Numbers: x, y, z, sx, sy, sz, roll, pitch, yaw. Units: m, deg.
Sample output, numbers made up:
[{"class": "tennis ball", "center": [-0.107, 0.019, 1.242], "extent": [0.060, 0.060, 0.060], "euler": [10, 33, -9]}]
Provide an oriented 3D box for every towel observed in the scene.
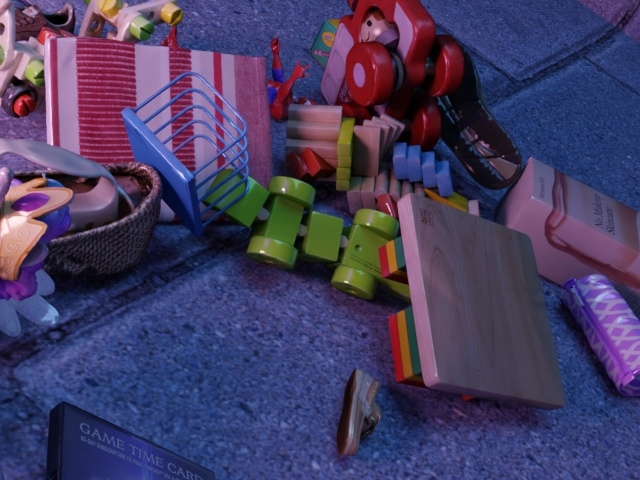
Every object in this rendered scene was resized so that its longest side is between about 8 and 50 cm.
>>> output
[{"class": "towel", "center": [-0.209, -0.143, 1.270], "extent": [0.328, 0.037, 0.237], "euler": [-1, 86, -36]}]

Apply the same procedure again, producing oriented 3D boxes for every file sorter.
[{"class": "file sorter", "center": [-0.155, -0.106, 1.146], "extent": [0.104, 0.170, 0.118], "euler": [-41, 76, -16]}]

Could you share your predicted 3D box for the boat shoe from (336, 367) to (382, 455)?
[{"class": "boat shoe", "center": [0.050, 0.204, 1.117], "extent": [0.045, 0.050, 0.135], "euler": [21, 35, -4]}]

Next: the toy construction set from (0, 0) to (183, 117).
[{"class": "toy construction set", "center": [-0.351, -0.275, 1.271], "extent": [0.327, 0.215, 0.151], "euler": [10, 26, -50]}]

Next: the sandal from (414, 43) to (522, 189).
[{"class": "sandal", "center": [0.250, -0.215, 1.667], "extent": [0.303, 0.120, 0.086], "euler": [66, 7, 15]}]

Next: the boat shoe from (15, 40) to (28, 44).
[{"class": "boat shoe", "center": [-0.468, -0.237, 1.297], "extent": [0.063, 0.066, 0.184], "euler": [8, 34, 25]}]

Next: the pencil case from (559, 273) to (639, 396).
[{"class": "pencil case", "center": [0.448, 0.141, 1.454], "extent": [0.088, 0.086, 0.206], "euler": [26, 29, -42]}]

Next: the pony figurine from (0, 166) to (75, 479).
[{"class": "pony figurine", "center": [-0.357, 0.069, 0.771], "extent": [0.363, 0.351, 0.303], "euler": [-8, 56, -6]}]

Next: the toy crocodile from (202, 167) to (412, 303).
[{"class": "toy crocodile", "center": [0.000, 0.000, 1.293], "extent": [0.340, 0.105, 0.115], "euler": [21, 76, -22]}]

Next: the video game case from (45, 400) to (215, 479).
[{"class": "video game case", "center": [-0.155, 0.287, 0.818], "extent": [0.196, 0.026, 0.274], "euler": [37, 25, -36]}]

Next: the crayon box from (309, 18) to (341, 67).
[{"class": "crayon box", "center": [0.130, -0.313, 1.806], "extent": [0.165, 0.081, 0.278], "euler": [-13, 53, -44]}]

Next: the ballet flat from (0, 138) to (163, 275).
[{"class": "ballet flat", "center": [-0.377, -0.033, 0.989], "extent": [0.482, 0.182, 0.164], "euler": [-8, 52, -41]}]

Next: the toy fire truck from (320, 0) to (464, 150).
[{"class": "toy fire truck", "center": [0.089, -0.288, 1.562], "extent": [0.169, 0.302, 0.254], "euler": [-12, 54, -25]}]

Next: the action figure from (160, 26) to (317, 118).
[{"class": "action figure", "center": [-0.117, -0.297, 1.565], "extent": [0.280, 0.139, 0.091], "euler": [27, 36, -9]}]

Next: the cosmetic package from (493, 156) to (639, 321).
[{"class": "cosmetic package", "center": [0.452, 0.000, 1.600], "extent": [0.296, 0.129, 0.153], "euler": [25, 35, -6]}]

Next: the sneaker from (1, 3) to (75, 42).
[{"class": "sneaker", "center": [-0.448, -0.321, 1.402], "extent": [0.066, 0.071, 0.188], "euler": [43, 36, 19]}]

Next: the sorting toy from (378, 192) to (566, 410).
[{"class": "sorting toy", "center": [0.194, 0.096, 1.266], "extent": [0.255, 0.089, 0.257], "euler": [16, 56, -38]}]

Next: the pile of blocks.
[{"class": "pile of blocks", "center": [0.102, -0.091, 1.444], "extent": [0.362, 0.149, 0.113], "euler": [24, 35, -10]}]
